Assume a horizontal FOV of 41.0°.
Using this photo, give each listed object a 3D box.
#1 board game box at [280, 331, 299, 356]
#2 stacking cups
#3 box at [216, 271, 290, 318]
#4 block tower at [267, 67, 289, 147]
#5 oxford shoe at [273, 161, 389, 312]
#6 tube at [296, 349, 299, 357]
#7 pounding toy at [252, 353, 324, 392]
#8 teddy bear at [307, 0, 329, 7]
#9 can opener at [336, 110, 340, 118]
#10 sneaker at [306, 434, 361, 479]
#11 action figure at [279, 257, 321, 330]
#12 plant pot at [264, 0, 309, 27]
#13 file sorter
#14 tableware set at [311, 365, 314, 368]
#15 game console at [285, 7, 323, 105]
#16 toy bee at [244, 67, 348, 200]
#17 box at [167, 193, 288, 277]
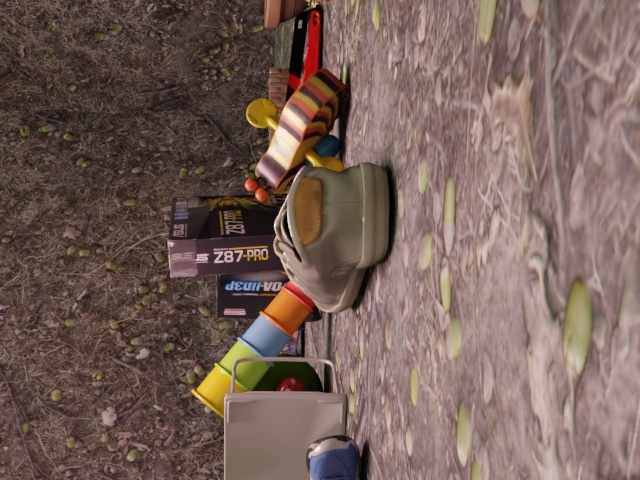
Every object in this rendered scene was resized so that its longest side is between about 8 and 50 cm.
[{"bbox_3d":[-0.082,0.241,2.224,0.141,0.048,0.170,166,115,-83],"label":"board game box"},{"bbox_3d":[-0.107,0.178,1.578,0.316,0.096,0.096,-54,-1,-11],"label":"stacking cups"},{"bbox_3d":[-0.139,0.100,2.060,0.051,0.220,0.175,-81,-7,-81],"label":"box"},{"bbox_3d":[-0.093,-0.314,2.280,0.097,0.091,0.335,101,167,-58],"label":"block tower"},{"bbox_3d":[0.000,0.000,1.167,0.449,0.130,0.169,109,159,-76],"label":"oxford shoe"},{"bbox_3d":[-0.070,0.360,2.266,0.207,0.052,0.080,-87,10,-71],"label":"tube"},{"bbox_3d":[-0.050,0.330,1.606,0.110,0.183,0.237,-14,69,56],"label":"pounding toy"},{"bbox_3d":[0.012,-0.484,1.288,0.338,0.113,0.245,-152,55,-75],"label":"teddy bear"},{"bbox_3d":[-0.001,-0.231,1.507,0.186,0.059,0.073,111,158,-73],"label":"can opener"},{"bbox_3d":[0.026,0.352,1.186,0.081,0.080,0.211,-108,8,-52],"label":"sneaker"},{"bbox_3d":[-0.040,0.032,1.698,0.185,0.099,0.285,-46,-36,-75],"label":"action figure"},{"bbox_3d":[-0.060,-0.572,1.836,0.237,0.110,0.237,-176,90,-83],"label":"plant pot"},{"bbox_3d":[-0.063,0.357,1.463,0.173,0.193,0.277,-101,12,-74],"label":"file sorter"},{"bbox_3d":[-0.031,0.382,1.905,0.128,0.039,0.194,129,136,-62],"label":"tableware set"},{"bbox_3d":[-0.036,-0.349,1.958,0.386,0.060,0.342,-116,33,-75],"label":"game console"},{"bbox_3d":[-0.043,-0.135,1.425,0.195,0.162,0.298,28,141,32],"label":"toy bee"},{"bbox_3d":[-0.187,-0.021,1.987,0.395,0.318,0.097,-114,20,-72],"label":"box"}]
